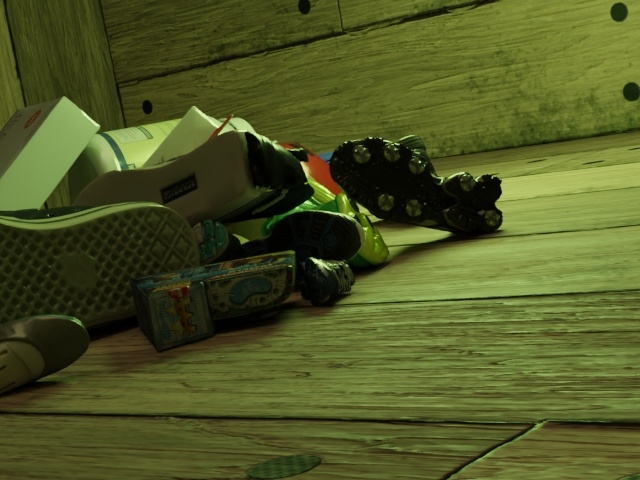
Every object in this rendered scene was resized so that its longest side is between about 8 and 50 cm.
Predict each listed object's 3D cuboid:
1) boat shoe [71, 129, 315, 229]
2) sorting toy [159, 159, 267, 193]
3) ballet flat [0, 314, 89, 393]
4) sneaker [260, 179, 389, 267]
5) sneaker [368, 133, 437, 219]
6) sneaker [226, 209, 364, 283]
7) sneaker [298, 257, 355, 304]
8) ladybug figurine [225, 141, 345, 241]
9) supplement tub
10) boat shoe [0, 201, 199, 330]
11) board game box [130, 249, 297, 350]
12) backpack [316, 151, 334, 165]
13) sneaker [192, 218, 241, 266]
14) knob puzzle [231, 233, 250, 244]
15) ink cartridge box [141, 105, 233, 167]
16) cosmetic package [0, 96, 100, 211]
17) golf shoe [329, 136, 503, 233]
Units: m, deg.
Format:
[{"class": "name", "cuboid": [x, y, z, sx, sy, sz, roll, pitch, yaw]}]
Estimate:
[{"class": "boat shoe", "cuboid": [-0.166, -0.047, 1.777, 0.340, 0.127, 0.158, -16, -14, 33]}, {"class": "sorting toy", "cuboid": [-0.246, -0.021, 1.912, 0.229, 0.041, 0.307, 12, 39, 44]}, {"class": "ballet flat", "cuboid": [-0.325, 0.124, 1.288, 0.213, 0.072, 0.068, -10, 33, 12]}, {"class": "sneaker", "cuboid": [0.000, 0.000, 1.775, 0.123, 0.109, 0.295, -42, 18, -7]}, {"class": "sneaker", "cuboid": [0.137, -0.065, 2.184, 0.087, 0.130, 0.227, -18, -19, -22]}, {"class": "sneaker", "cuboid": [-0.022, 0.009, 1.633, 0.211, 0.080, 0.081, -16, -5, 43]}, {"class": "sneaker", "cuboid": [0.011, 0.040, 1.502, 0.058, 0.052, 0.135, -7, 6, -9]}, {"class": "ladybug figurine", "cuboid": [-0.103, -0.068, 2.177, 0.305, 0.162, 0.449, -11, 6, 1]}, {"class": "supplement tub", "cuboid": [-0.284, -0.106, 2.508, 0.324, 0.236, 0.235, -14, 7, -27]}, {"class": "boat shoe", "cuboid": [-0.369, 0.047, 1.515, 0.500, 0.187, 0.156, -9, -2, -44]}, {"class": "board game box", "cuboid": [-0.119, 0.065, 1.439, 0.194, 0.060, 0.194, -10, 7, 2]}, {"class": "backpack", "cuboid": [0.002, -0.088, 2.407, 0.098, 0.120, 0.101, -3, 19, 40]}, {"class": "sneaker", "cuboid": [-0.171, 0.030, 1.714, 0.166, 0.065, 0.076, -21, -21, 25]}, {"class": "knob puzzle", "cuboid": [-0.165, 0.045, 1.783, 0.213, 0.030, 0.213, -13, 21, 5]}, {"class": "ink cartridge box", "cuboid": [-0.273, -0.090, 2.178, 0.296, 0.066, 0.261, -52, 6, -14]}, {"class": "cosmetic package", "cuboid": [-0.582, -0.078, 2.411, 0.377, 0.097, 0.284, -57, 26, -17]}, {"class": "golf shoe", "cuboid": [0.117, -0.059, 1.827, 0.272, 0.105, 0.120, 17, -17, -27]}]
